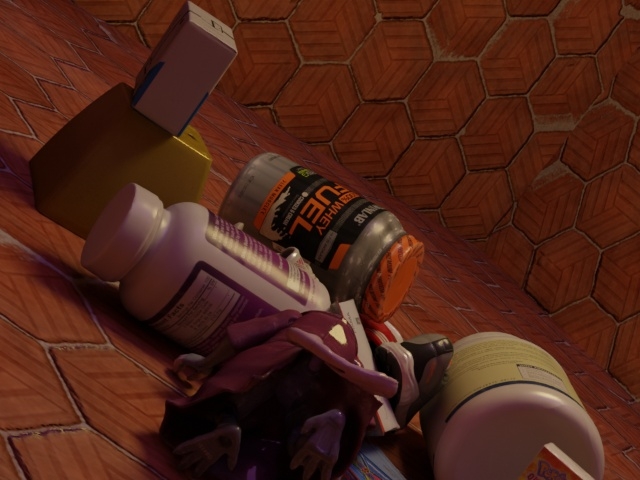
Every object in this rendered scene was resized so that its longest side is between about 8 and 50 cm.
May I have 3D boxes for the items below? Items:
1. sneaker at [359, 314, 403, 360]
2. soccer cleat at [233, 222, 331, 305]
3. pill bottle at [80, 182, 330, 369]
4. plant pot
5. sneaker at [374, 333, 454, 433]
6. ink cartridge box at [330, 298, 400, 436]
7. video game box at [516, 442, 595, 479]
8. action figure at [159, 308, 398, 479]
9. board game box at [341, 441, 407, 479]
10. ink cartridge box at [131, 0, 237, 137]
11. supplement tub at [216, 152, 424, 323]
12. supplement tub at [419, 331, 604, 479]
[{"bbox_3d":[0.044,0.123,2.463,0.221,0.087,0.128,38,9,13],"label":"sneaker"},{"bbox_3d":[-0.034,0.098,2.131,0.331,0.143,0.116,32,17,-20],"label":"soccer cleat"},{"bbox_3d":[-0.150,0.056,1.872,0.301,0.169,0.169,34,11,-21],"label":"pill bottle"},{"bbox_3d":[-0.274,-0.101,2.098,0.212,0.187,0.212,33,11,-24],"label":"plant pot"},{"bbox_3d":[0.133,0.203,2.082,0.271,0.108,0.100,103,-35,-70],"label":"sneaker"},{"bbox_3d":[0.059,0.170,1.956,0.232,0.066,0.189,138,-68,-76],"label":"ink cartridge box"},{"bbox_3d":[0.314,0.398,1.874,0.205,0.187,0.048,40,11,19],"label":"video game box"},{"bbox_3d":[-0.036,0.142,1.662,0.248,0.276,0.370,32,24,3],"label":"action figure"},{"bbox_3d":[0.102,0.346,1.838,0.145,0.027,0.281,28,14,-47],"label":"board game box"},{"bbox_3d":[-0.194,-0.247,2.063,0.086,0.148,0.203,33,10,-15],"label":"ink cartridge box"},{"bbox_3d":[0.000,0.000,2.406,0.316,0.193,0.193,28,7,17],"label":"supplement tub"},{"bbox_3d":[0.268,0.275,2.116,0.235,0.235,0.325,35,11,-10],"label":"supplement tub"}]
